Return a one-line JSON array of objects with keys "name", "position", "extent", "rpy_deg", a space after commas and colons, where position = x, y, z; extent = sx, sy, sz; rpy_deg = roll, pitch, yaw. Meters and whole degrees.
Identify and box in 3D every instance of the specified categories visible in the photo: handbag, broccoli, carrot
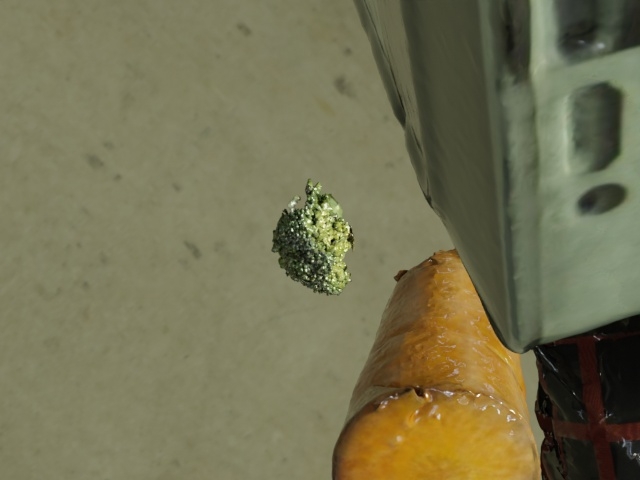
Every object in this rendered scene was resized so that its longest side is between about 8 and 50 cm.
[{"name": "handbag", "position": [0.230, 0.129, 0.856], "extent": [0.155, 0.169, 0.215], "rpy_deg": [-63, 143, -72]}, {"name": "broccoli", "position": [0.000, 0.000, 1.126], "extent": [0.097, 0.095, 0.092], "rpy_deg": [42, 59, -10]}, {"name": "carrot", "position": [0.107, 0.136, 1.216], "extent": [0.196, 0.196, 0.254], "rpy_deg": [38, 28, -20]}]

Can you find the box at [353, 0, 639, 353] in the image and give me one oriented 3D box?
[{"name": "box", "position": [0.054, -0.195, 0.574], "extent": [0.396, 0.111, 0.397], "rpy_deg": [73, 1, -53]}]
